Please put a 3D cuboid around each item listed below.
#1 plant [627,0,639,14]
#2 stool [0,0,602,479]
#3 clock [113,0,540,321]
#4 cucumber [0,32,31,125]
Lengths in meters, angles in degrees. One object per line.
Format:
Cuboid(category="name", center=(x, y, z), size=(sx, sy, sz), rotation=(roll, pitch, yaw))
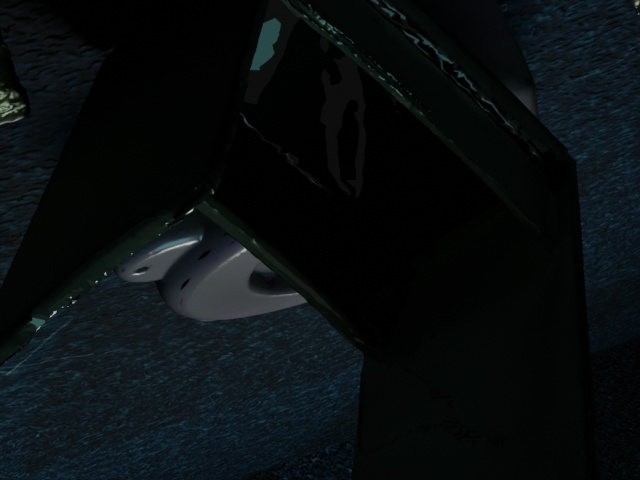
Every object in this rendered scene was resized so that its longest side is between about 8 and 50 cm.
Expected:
Cuboid(category="plant", center=(0.209, -0.196, 0.770), size=(0.143, 0.094, 0.092), rotation=(5, 161, -38))
Cuboid(category="stool", center=(0.000, 0.000, 0.634), size=(0.244, 0.269, 0.170), rotation=(39, 124, -24))
Cuboid(category="clock", center=(0.011, -0.045, 0.918), size=(0.322, 0.113, 0.295), rotation=(-24, 163, 6))
Cuboid(category="cucumber", center=(-0.204, -0.094, 0.567), size=(0.115, 0.062, 0.116), rotation=(-20, 156, -17))
